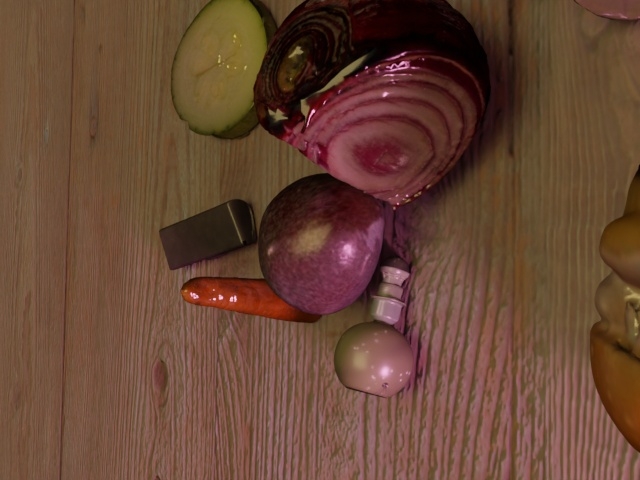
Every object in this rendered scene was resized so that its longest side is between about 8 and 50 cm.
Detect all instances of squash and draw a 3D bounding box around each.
[{"bbox_3d":[-0.141,-0.260,1.082,0.219,0.041,0.219,-4,84,40],"label":"squash"}]

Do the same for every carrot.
[{"bbox_3d":[-0.086,0.069,0.888,0.061,0.210,0.061,-9,77,43],"label":"carrot"}]

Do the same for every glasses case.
[{"bbox_3d":[-0.175,-0.006,1.095,0.191,0.042,0.071,-17,83,43],"label":"glasses case"}]

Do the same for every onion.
[{"bbox_3d":[0.062,-0.182,0.766,0.207,0.216,0.206,-39,45,25],"label":"onion"}]

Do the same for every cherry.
[{"bbox_3d":[0.000,0.003,0.842,0.176,0.140,0.176,-171,90,-74],"label":"cherry"}]

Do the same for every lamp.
[{"bbox_3d":[0.070,0.096,0.829,0.091,0.091,0.163,3,76,45],"label":"lamp"}]

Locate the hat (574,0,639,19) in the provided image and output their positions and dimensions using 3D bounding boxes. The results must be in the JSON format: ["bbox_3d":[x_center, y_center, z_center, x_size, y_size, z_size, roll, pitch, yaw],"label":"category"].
[{"bbox_3d":[0.296,-0.335,0.634,0.214,0.149,0.244,-2,122,28],"label":"hat"}]

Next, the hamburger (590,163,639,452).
[{"bbox_3d":[0.308,0.081,0.471,0.276,0.277,0.236,20,100,43],"label":"hamburger"}]
